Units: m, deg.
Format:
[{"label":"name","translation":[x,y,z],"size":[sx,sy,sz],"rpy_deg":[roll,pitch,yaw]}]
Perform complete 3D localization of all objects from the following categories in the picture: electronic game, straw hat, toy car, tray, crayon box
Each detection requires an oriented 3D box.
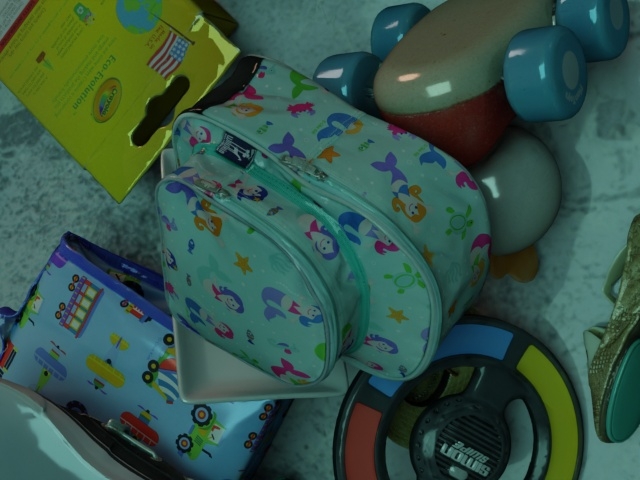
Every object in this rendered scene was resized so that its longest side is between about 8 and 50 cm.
[{"label":"electronic game","translation":[0.121,0.177,1.074],"size":[0.229,0.048,0.229],"rpy_deg":[-1,94,-16]},{"label":"straw hat","translation":[0.087,0.113,1.131],"size":[0.061,0.145,0.144],"rpy_deg":[11,98,61]},{"label":"toy car","translation":[0.150,-0.081,1.065],"size":[0.219,0.210,0.238],"rpy_deg":[-2,120,35]},{"label":"tray","translation":[-0.065,0.029,1.122],"size":[0.145,0.030,0.270],"rpy_deg":[-2,56,-11]},{"label":"crayon box","translation":[-0.228,-0.212,1.241],"size":[0.318,0.081,0.202],"rpy_deg":[46,107,15]}]

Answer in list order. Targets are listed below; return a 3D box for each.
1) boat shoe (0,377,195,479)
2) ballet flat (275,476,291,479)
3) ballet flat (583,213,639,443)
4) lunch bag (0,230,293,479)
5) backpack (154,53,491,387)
[{"label":"boat shoe","translation":[-0.191,0.205,1.076],"size":[0.306,0.105,0.113],"rpy_deg":[24,99,12]},{"label":"ballet flat","translation":[-0.075,0.345,1.200],"size":[0.087,0.083,0.247],"rpy_deg":[6,93,33]},{"label":"ballet flat","translation":[0.265,0.070,1.067],"size":[0.067,0.073,0.206],"rpy_deg":[27,100,46]},{"label":"lunch bag","translation":[-0.192,0.146,1.181],"size":[0.293,0.138,0.221],"rpy_deg":[29,103,7]},{"label":"backpack","translation":[0.000,0.000,0.985],"size":[0.254,0.191,0.225],"rpy_deg":[24,142,17]}]
